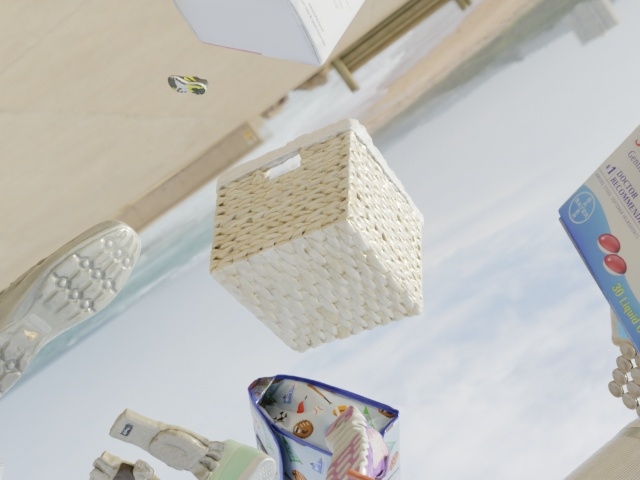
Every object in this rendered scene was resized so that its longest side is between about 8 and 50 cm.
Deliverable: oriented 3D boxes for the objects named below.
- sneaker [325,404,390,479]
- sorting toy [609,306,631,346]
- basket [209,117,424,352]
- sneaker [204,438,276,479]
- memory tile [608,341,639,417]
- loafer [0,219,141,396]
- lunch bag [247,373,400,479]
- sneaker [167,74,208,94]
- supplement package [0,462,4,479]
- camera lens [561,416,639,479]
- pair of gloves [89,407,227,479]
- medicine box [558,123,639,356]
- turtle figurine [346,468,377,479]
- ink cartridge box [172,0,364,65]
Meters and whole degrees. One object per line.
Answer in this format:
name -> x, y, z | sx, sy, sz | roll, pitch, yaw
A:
sneaker -> 0.071, 0.362, 1.272 | 0.095, 0.104, 0.236 | -47, -172, 11
sorting toy -> 0.747, 0.180, 1.764 | 0.193, 0.208, 0.038 | 14, -140, 39
basket -> 0.000, 0.000, 1.523 | 0.328, 0.331, 0.266 | -21, -138, 23
sneaker -> -0.217, 0.511, 1.549 | 0.151, 0.094, 0.256 | 15, -129, 45
memory tile -> 0.624, 0.279, 1.535 | 0.012, 0.148, 0.113 | -20, -139, -25
loafer -> -0.384, 0.084, 1.059 | 0.319, 0.112, 0.111 | -42, -141, -12
lunch bag -> -0.010, 0.534, 1.979 | 0.239, 0.385, 0.328 | -48, 146, -41
sneaker -> -0.256, -0.305, 1.518 | 0.035, 0.083, 0.031 | -62, 166, -49
supplement package -> -0.472, 0.368, 0.791 | 0.199, 0.263, 0.198 | 1, 173, 9
camera lens -> 0.398, 0.344, 0.922 | 0.274, 0.219, 0.219 | -31, -177, -20
pair of gloves -> -0.294, 0.401, 1.391 | 0.240, 0.204, 0.042 | -60, -169, 33
medicine box -> 0.462, -0.028, 0.897 | 0.289, 0.149, 0.263 | -54, -148, 33
turtle figurine -> 0.101, 0.410, 0.975 | 0.087, 0.269, 0.217 | -45, 164, 5
ink cartridge box -> -0.031, -0.400, 1.040 | 0.226, 0.131, 0.306 | 18, -111, 34
